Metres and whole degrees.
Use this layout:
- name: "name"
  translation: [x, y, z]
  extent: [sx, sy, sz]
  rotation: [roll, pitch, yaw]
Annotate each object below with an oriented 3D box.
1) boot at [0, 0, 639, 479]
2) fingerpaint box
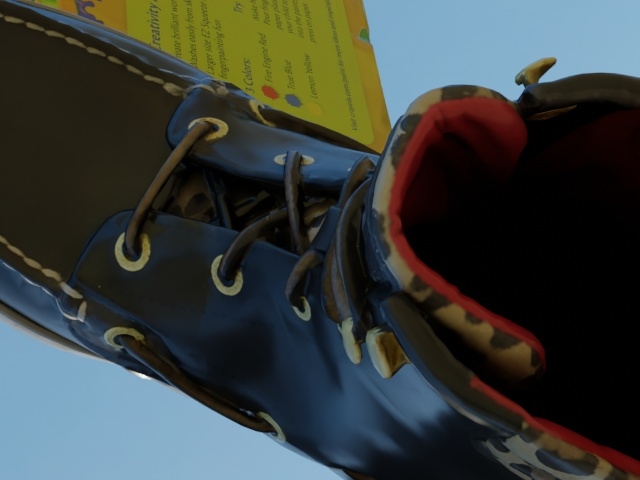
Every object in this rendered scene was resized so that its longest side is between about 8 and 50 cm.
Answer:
- name: "boot"
  translation: [0.000, 0.000, 0.606]
  extent: [0.377, 0.284, 0.138]
  rotation: [35, -106, -8]
- name: "fingerpaint box"
  translation: [-0.154, -0.200, 1.471]
  extent: [0.371, 0.163, 0.445]
  rotation: [17, -142, -25]
